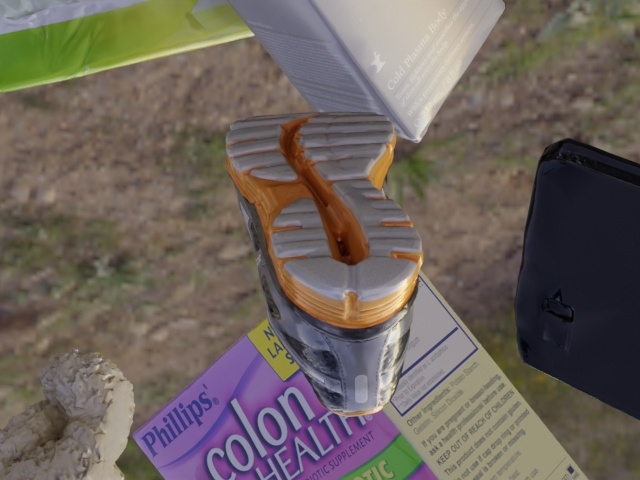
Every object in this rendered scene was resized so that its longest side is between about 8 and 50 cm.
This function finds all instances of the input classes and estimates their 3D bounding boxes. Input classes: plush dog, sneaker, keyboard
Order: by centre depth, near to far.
[{"bbox_3d":[0.140,0.042,0.405,0.192,0.038,0.100,27,124,31],"label":"keyboard"},{"bbox_3d":[0.000,0.000,0.715,0.084,0.215,0.083,-5,119,-2],"label":"sneaker"},{"bbox_3d":[-0.302,0.263,1.534,0.225,0.210,0.262,-6,113,24],"label":"plush dog"}]

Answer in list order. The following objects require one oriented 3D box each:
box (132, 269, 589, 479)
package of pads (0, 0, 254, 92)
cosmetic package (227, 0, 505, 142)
[{"bbox_3d":[0.028,0.157,1.033,0.243,0.117,0.213,52,132,4],"label":"box"},{"bbox_3d":[-0.128,-0.205,1.135,0.297,0.229,0.101,-14,111,-15],"label":"package of pads"},{"bbox_3d":[0.006,-0.186,0.949,0.107,0.127,0.238,20,161,41],"label":"cosmetic package"}]
